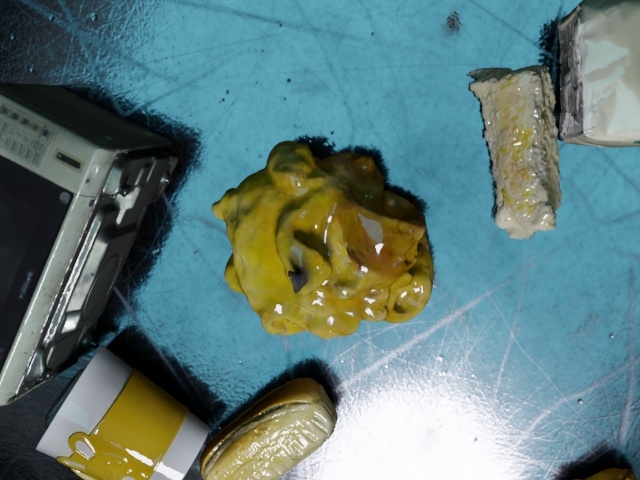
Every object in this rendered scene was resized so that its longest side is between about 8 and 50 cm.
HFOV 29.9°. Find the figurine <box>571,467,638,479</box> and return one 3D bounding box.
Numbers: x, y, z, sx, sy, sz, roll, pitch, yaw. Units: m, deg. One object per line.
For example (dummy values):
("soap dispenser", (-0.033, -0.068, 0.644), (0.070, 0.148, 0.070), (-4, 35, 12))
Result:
("figurine", (0.407, 0.448, 1.818), (0.156, 0.131, 0.246), (28, 110, 17))

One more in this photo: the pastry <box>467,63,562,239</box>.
("pastry", (0.297, -0.133, 1.753), (0.121, 0.089, 0.258), (-7, 97, 51))

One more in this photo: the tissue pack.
("tissue pack", (0.521, -0.236, 1.627), (0.381, 0.297, 0.207), (-3, 95, 7))

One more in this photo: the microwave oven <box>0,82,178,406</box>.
("microwave oven", (-0.409, 0.000, 1.727), (0.247, 0.333, 0.394), (26, 100, 7))

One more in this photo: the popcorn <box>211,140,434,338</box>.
("popcorn", (0.000, 0.000, 1.731), (0.316, 0.281, 0.297), (-9, 114, 19))

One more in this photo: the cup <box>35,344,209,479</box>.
("cup", (-0.312, 0.306, 1.852), (0.226, 0.185, 0.241), (31, 130, -4))

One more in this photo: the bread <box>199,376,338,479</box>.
("bread", (-0.084, 0.304, 1.831), (0.236, 0.140, 0.106), (-39, 95, 9))
